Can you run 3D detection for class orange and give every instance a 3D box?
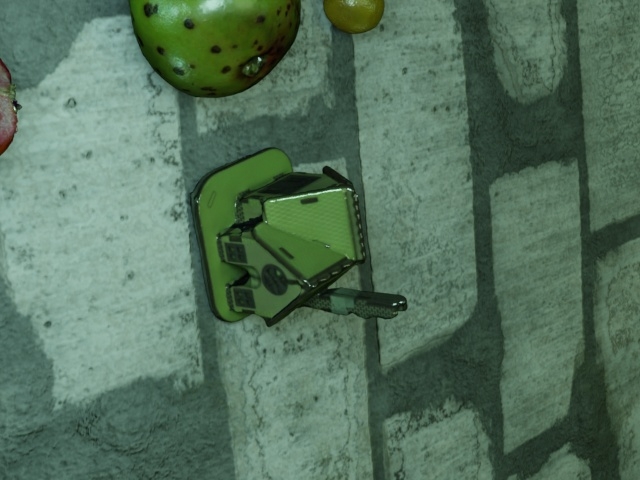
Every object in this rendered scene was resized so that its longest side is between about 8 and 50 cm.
[{"bbox_3d":[0.050,-0.344,1.973,0.095,0.085,0.085,14,83,-41],"label":"orange"}]

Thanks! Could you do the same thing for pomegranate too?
[{"bbox_3d":[-0.133,-0.318,1.698,0.231,0.231,0.286,32,41,-45],"label":"pomegranate"}]

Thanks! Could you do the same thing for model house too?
[{"bbox_3d":[0.000,0.000,1.807,0.205,0.278,0.218,-30,117,-45],"label":"model house"}]

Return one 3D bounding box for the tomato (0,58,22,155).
[{"bbox_3d":[-0.419,-0.143,1.458,0.173,0.099,0.189,12,45,-34],"label":"tomato"}]
